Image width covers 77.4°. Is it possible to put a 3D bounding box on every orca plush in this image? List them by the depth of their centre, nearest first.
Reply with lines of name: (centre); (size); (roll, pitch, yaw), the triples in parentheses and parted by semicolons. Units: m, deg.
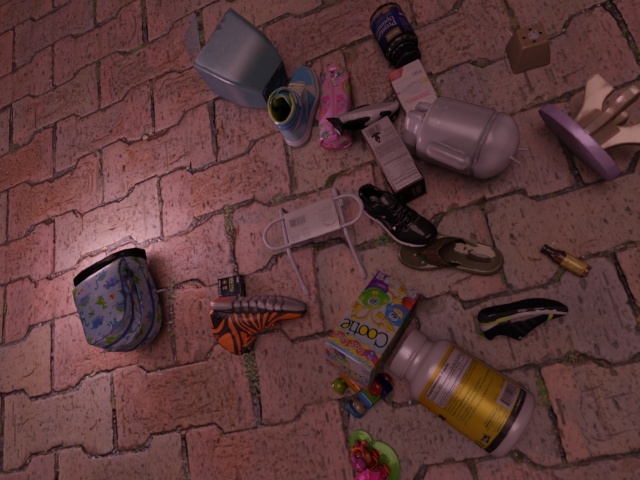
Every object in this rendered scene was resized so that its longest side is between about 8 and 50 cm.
orca plush: (0.153, -0.381, 1.326); (0.151, 0.287, 0.102); (17, 126, 37)

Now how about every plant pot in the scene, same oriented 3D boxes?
plant pot: (0.655, -0.611, 1.252); (0.109, 0.096, 0.108); (-12, 73, 16)
plant pot: (-0.270, -0.641, 1.503); (0.252, 0.247, 0.247); (33, 88, 5)

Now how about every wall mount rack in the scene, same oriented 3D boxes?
wall mount rack: (0.000, 0.000, 1.313); (0.350, 0.130, 0.304); (-19, 68, 14)

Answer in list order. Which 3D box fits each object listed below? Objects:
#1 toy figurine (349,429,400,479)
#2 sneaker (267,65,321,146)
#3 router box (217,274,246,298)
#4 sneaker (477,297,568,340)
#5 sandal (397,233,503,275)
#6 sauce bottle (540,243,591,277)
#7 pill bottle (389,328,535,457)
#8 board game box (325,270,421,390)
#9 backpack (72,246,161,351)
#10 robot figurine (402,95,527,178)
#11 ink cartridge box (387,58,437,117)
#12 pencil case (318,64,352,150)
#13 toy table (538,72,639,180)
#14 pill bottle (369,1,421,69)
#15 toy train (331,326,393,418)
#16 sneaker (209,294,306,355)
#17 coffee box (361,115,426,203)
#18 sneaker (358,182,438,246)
toy figurine: (0.128, 0.616, 1.093); (0.130, 0.159, 0.173); (-41, 67, 5)
sneaker: (-0.093, -0.519, 1.421); (0.127, 0.208, 0.318); (0, 77, 20)
router box: (-0.313, 0.188, 1.412); (0.092, 0.038, 0.122); (-13, 73, 14)
sneaker: (0.554, 0.224, 1.105); (0.235, 0.084, 0.097); (-12, 97, 17)
sandal: (0.382, 0.033, 1.190); (0.303, 0.086, 0.120); (5, 78, 20)
sauce bottle: (0.679, 0.053, 1.110); (0.128, 0.042, 0.042); (36, 90, 21)
pill bottle: (0.360, 0.385, 1.057); (0.334, 0.188, 0.187); (32, 88, 23)
board game box: (0.148, 0.247, 1.124); (0.144, 0.142, 0.275); (28, 57, 22)
backpack: (-0.732, 0.233, 1.449); (0.290, 0.273, 0.355); (-29, 82, 3)
robot figurine: (0.428, -0.305, 1.196); (0.354, 0.199, 0.300); (24, 52, 22)
ink cartridge box: (0.319, -0.497, 1.353); (0.115, 0.067, 0.198); (-22, 70, 12)
pencil case: (0.052, -0.464, 1.407); (0.124, 0.124, 0.284); (-3, 77, 18)
toy table: (0.756, -0.313, 1.080); (0.161, 0.252, 0.274); (-41, 79, 22)
pill bottle: (0.265, -0.703, 1.392); (0.123, 0.123, 0.219); (-24, 70, 12)
toy train: (0.082, 0.398, 1.203); (0.248, 0.105, 0.143); (43, 106, 22)
sneaker: (-0.204, 0.280, 1.323); (0.321, 0.124, 0.180); (-1, 96, 7)
coffee box: (0.236, -0.251, 1.282); (0.098, 0.141, 0.246); (-28, 71, 10)
sneaker: (0.221, -0.080, 1.218); (0.283, 0.124, 0.107); (35, 81, 36)
